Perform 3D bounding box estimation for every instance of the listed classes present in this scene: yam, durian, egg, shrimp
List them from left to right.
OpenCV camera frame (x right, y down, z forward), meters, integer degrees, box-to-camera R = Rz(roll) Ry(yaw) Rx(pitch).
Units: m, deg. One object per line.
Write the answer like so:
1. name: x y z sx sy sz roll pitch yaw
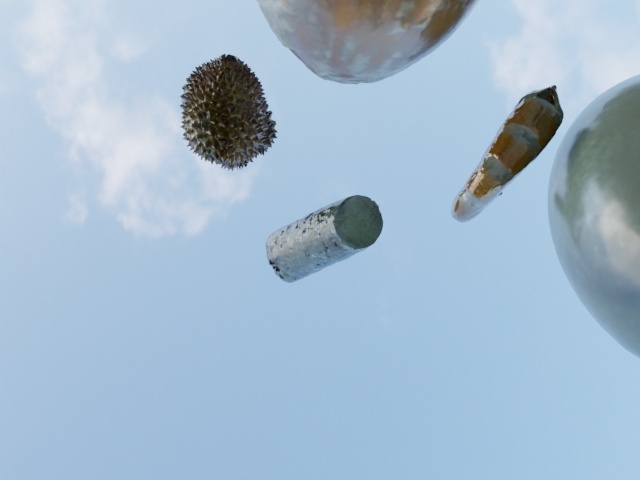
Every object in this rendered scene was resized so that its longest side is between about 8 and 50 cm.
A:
1. durian: -0.129 -0.173 1.032 0.137 0.158 0.167 -10 -74 -14
2. yam: 0.000 0.000 0.958 0.078 0.179 0.078 14 -113 -35
3. egg: 0.043 -0.238 0.559 0.204 0.245 0.203 15 -160 -5
4. shrimp: 0.197 -0.084 0.793 0.049 0.166 0.161 37 -88 9
5. egg: 0.357 -0.024 0.718 0.259 0.258 0.352 16 -145 -18
